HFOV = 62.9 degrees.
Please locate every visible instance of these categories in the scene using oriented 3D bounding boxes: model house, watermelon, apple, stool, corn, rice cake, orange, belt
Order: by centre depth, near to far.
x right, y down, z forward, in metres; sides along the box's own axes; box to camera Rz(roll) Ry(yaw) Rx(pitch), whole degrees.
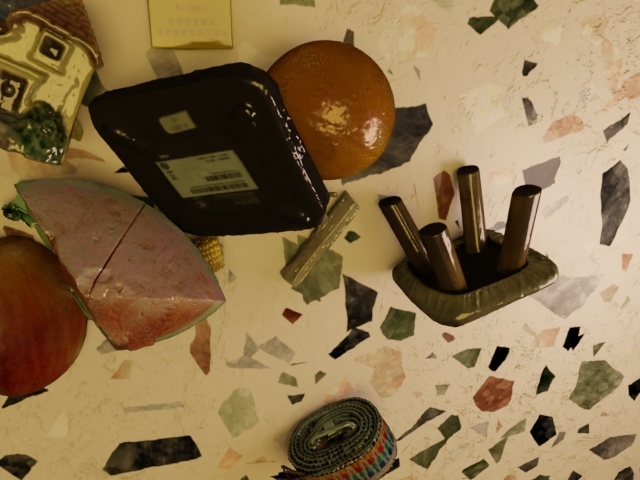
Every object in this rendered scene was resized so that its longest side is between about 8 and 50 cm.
[{"bbox_3d":[-0.509,-0.303,0.835,0.321,0.261,0.266,23,101,-29],"label":"model house"},{"bbox_3d":[-0.400,0.067,0.985,0.222,0.292,0.319,-47,157,26],"label":"watermelon"},{"bbox_3d":[0.014,-0.244,1.005,0.274,0.274,0.274,-6,113,-14],"label":"orange"},{"bbox_3d":[-0.598,0.163,1.053,0.254,0.179,0.346,-40,125,-42],"label":"apple"},{"bbox_3d":[-0.321,0.067,1.129,0.244,0.093,0.093,-26,116,-6],"label":"corn"},{"bbox_3d":[0.319,0.000,1.171,0.310,0.310,0.226,-23,115,-9],"label":"stool"},{"bbox_3d":[0.000,0.000,1.220,0.057,0.052,0.256,39,97,4],"label":"rice cake"},{"bbox_3d":[0.040,0.534,1.364,0.295,0.207,0.160,-22,121,10],"label":"belt"}]

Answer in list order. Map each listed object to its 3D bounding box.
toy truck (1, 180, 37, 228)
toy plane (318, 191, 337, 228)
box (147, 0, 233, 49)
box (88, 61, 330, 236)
[{"bbox_3d":[-0.537,-0.050,1.037,0.154,0.078,0.080,33,92,-12],"label":"toy truck"},{"bbox_3d":[-0.105,-0.101,1.114,0.182,0.107,0.273,-43,120,17],"label":"toy plane"},{"bbox_3d":[-0.243,-0.497,0.955,0.153,0.041,0.279,-4,113,-13],"label":"box"},{"bbox_3d":[-0.189,-0.139,0.931,0.359,0.091,0.350,-3,142,22],"label":"box"}]
